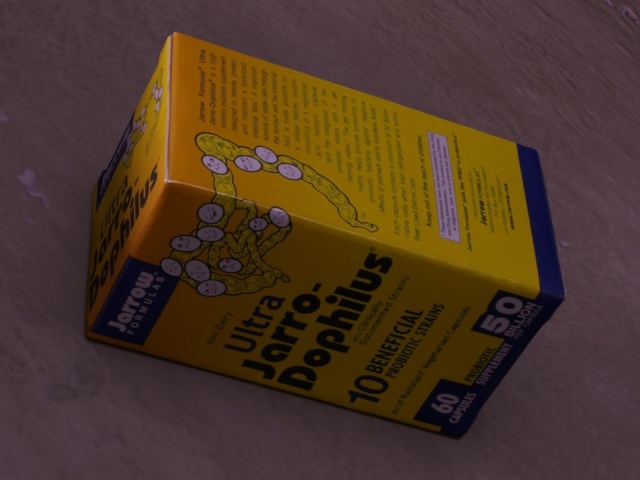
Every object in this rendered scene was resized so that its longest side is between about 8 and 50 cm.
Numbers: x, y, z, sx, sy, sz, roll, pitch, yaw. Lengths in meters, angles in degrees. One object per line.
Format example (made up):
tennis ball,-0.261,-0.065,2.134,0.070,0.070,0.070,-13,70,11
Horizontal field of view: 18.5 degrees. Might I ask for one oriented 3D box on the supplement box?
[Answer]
supplement box,0.000,0.000,1.681,0.357,0.194,0.195,16,40,-17
